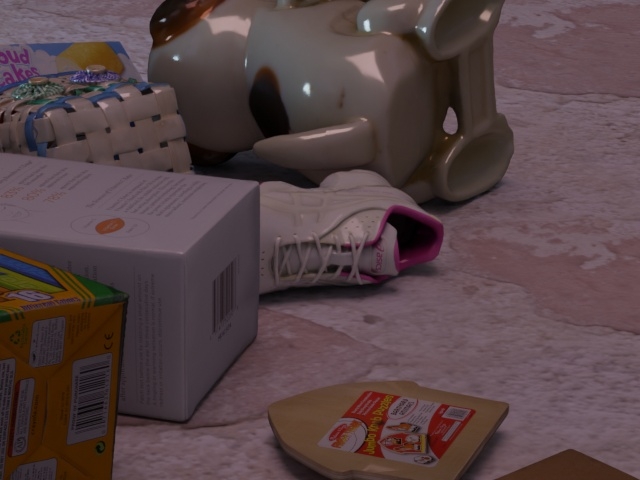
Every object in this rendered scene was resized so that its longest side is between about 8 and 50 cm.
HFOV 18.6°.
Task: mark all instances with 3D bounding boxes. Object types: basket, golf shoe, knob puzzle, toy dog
[{"bbox_3d":[-0.285,-0.082,2.136,0.255,0.201,0.289,-17,1,-40],"label":"basket"},{"bbox_3d":[0.000,0.000,2.038,0.306,0.115,0.140,-19,31,-40],"label":"golf shoe"},{"bbox_3d":[0.046,0.170,1.686,0.213,0.030,0.213,1,21,0],"label":"knob puzzle"},{"bbox_3d":[-0.020,-0.172,2.348,0.408,0.284,0.395,14,42,35],"label":"toy dog"}]

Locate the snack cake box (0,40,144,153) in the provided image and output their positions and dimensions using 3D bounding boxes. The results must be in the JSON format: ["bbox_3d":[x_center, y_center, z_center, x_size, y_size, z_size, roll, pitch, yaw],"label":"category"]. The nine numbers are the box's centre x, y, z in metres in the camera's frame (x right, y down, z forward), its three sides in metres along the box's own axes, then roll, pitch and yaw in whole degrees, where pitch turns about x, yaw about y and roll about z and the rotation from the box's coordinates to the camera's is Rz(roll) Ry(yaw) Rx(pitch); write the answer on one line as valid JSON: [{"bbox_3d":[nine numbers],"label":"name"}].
[{"bbox_3d":[-0.347,-0.148,2.266,0.264,0.152,0.089,-9,61,-48],"label":"snack cake box"}]

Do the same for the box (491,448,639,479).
[{"bbox_3d":[0.189,0.228,1.547,0.201,0.021,0.164,-15,26,-38],"label":"box"}]

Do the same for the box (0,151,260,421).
[{"bbox_3d":[-0.252,0.034,1.849,0.345,0.168,0.215,7,21,16],"label":"box"}]

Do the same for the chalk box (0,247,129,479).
[{"bbox_3d":[-0.327,0.101,1.617,0.289,0.180,0.179,16,15,36],"label":"chalk box"}]
